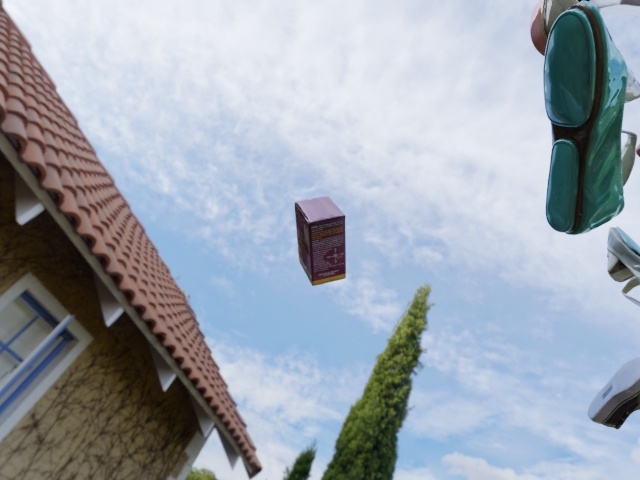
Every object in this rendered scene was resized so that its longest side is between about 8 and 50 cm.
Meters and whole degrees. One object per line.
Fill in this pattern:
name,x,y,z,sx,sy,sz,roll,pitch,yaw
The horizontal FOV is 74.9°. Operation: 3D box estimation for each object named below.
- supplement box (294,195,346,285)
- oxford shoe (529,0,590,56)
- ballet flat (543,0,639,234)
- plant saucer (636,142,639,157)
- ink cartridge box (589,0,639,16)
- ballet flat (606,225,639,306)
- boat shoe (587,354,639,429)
supplement box,0.000,0.000,0.471,0.043,0.055,0.083,-12,-57,-15
oxford shoe,0.598,-0.632,0.975,0.140,0.397,0.146,10,-11,-16
ballet flat,0.297,-0.126,0.454,0.087,0.083,0.248,-15,-66,-5
plant saucer,0.597,-0.128,0.499,0.258,0.259,0.047,49,10,22
ink cartridge box,0.622,-0.423,0.737,0.224,0.181,0.056,12,-62,10
ballet flat,0.485,0.049,0.645,0.072,0.213,0.068,35,-63,-14
boat shoe,0.413,0.205,0.559,0.040,0.049,0.142,24,-47,17
